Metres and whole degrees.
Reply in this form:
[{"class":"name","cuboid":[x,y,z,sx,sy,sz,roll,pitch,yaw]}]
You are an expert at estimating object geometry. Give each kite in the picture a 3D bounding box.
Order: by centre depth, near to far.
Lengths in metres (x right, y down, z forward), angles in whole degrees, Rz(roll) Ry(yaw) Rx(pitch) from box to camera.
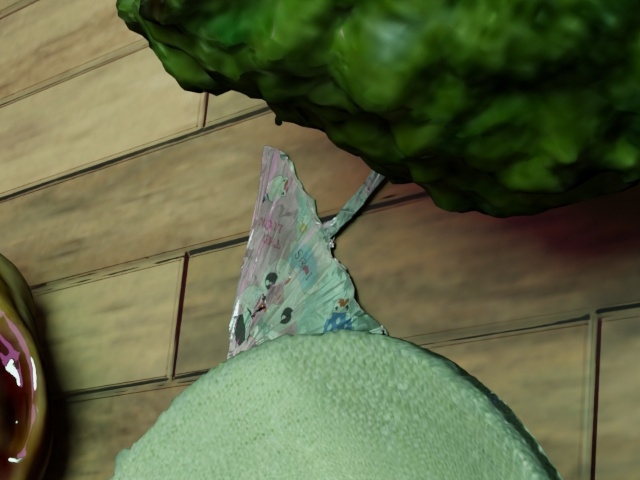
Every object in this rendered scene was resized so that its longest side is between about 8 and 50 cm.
[{"class":"kite","cuboid":[0.000,0.000,0.688,0.156,0.011,0.139,-51,45,24]}]

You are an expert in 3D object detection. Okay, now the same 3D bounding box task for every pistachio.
[{"class":"pistachio","cuboid":[-0.198,0.095,0.790,0.165,0.131,0.210,-8,77,45]}]

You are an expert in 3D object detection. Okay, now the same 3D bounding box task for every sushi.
[{"class":"sushi","cuboid":[0.071,-0.192,0.511,0.352,0.178,0.294,-59,22,19]}]

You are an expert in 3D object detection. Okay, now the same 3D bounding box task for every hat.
[{"class":"hat","cuboid":[0.028,0.162,0.486,0.257,0.130,0.257,-23,59,44]}]
